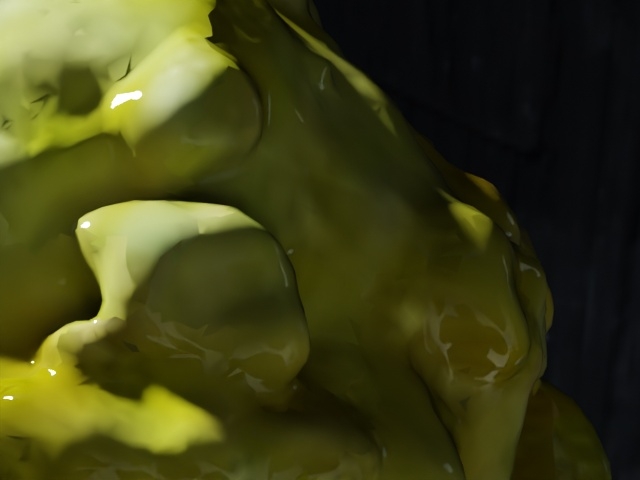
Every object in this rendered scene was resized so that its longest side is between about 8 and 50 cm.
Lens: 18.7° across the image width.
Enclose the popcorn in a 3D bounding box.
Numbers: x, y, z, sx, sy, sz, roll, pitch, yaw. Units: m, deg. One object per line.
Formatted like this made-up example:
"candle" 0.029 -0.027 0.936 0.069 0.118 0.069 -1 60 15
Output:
"popcorn" -0.063 0.014 0.449 0.233 0.192 0.266 32 -13 -40
